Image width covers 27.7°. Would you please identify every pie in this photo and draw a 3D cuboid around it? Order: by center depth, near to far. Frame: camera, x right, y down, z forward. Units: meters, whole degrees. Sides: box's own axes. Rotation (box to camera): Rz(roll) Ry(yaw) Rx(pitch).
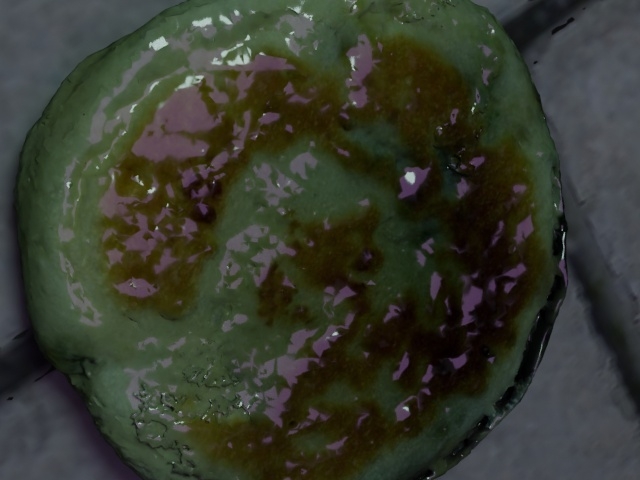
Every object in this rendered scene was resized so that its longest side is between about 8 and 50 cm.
[{"bbox_3d":[0.000,0.000,0.519,0.240,0.054,0.240,-6,104,-23],"label":"pie"}]
